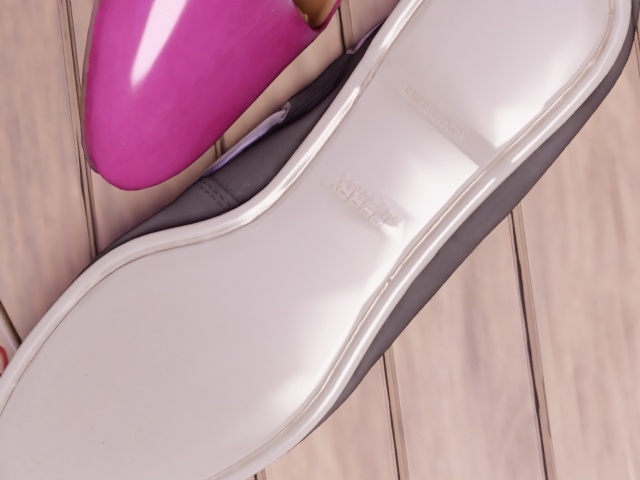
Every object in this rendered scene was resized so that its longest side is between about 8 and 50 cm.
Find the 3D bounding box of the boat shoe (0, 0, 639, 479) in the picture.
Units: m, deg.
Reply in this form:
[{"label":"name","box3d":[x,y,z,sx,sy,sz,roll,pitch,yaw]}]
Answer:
[{"label":"boat shoe","box3d":[0.000,0.000,0.653,0.335,0.095,0.112,-44,85,11]}]

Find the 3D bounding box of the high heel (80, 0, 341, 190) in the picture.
[{"label":"high heel","box3d":[0.056,-0.161,0.614,0.181,0.127,0.377,29,90,20]}]

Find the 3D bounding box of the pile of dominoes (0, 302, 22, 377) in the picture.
[{"label":"pile of dominoes","box3d":[-0.261,0.082,0.710,0.196,0.040,0.251,35,95,9]}]
